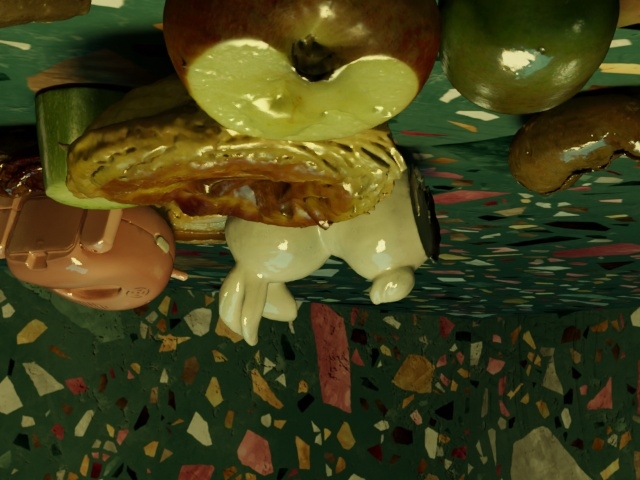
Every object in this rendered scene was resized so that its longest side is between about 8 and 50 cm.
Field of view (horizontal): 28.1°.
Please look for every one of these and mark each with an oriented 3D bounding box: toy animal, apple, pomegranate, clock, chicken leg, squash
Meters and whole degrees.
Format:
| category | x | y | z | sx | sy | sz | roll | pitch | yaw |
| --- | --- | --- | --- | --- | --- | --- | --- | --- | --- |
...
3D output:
| category | x | y | z | sx | sy | sz | roll | pitch | yaw |
| --- | --- | --- | --- | --- | --- | --- | --- | --- | --- |
| toy animal | -0.001 | -0.006 | 1.715 | 0.310 | 0.247 | 0.183 | -13 | -175 | 11 |
| apple | -0.014 | -0.159 | 0.908 | 0.195 | 0.160 | 0.173 | 1 | 175 | -6 |
| pomegranate | 0.177 | -0.173 | 0.939 | 0.191 | 0.131 | 0.152 | -20 | 167 | -5 |
| clock | -0.315 | 0.026 | 1.779 | 0.227 | 0.142 | 0.241 | -3 | 152 | 26 |
| chicken leg | -0.357 | -0.105 | 1.667 | 0.322 | 0.083 | 0.177 | -4 | -172 | 20 |
| squash | -0.251 | -0.109 | 1.481 | 0.170 | 0.123 | 0.170 | 2 | 166 | 1 |

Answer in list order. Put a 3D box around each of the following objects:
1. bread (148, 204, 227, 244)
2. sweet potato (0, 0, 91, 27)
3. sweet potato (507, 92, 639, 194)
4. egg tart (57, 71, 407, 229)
| category | x | y | z | sx | sy | sz | roll | pitch | yaw |
| --- | --- | --- | --- | --- | --- | --- | --- | --- | --- |
| bread | -0.168 | -0.051 | 1.857 | 0.236 | 0.106 | 0.140 | -1 | 169 | 13 |
| sweet potato | -0.312 | -0.207 | 0.993 | 0.285 | 0.085 | 0.112 | -6 | -151 | -21 |
| sweet potato | 0.278 | -0.105 | 1.424 | 0.124 | 0.098 | 0.310 | -3 | 176 | -16 |
| egg tart | -0.096 | -0.102 | 1.308 | 0.339 | 0.153 | 0.351 | 3 | 168 | -5 |
